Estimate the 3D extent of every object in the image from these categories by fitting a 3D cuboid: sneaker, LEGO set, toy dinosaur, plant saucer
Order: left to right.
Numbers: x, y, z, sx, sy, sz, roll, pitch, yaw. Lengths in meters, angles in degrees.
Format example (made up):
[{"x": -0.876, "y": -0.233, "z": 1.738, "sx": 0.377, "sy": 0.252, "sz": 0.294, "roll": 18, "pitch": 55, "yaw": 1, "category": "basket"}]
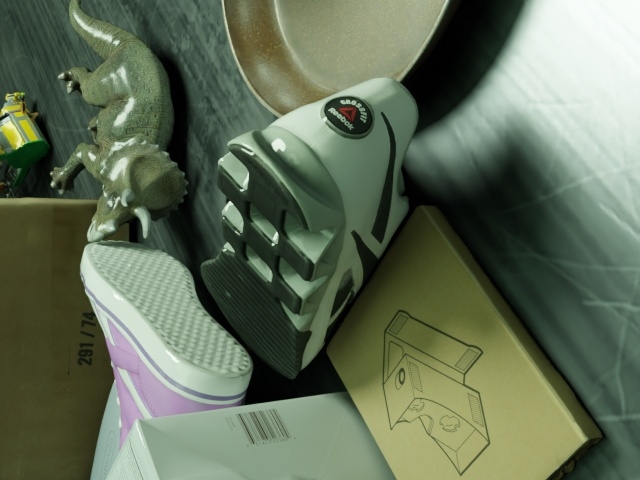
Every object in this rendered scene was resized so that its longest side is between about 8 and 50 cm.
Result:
[{"x": -0.552, "y": -0.119, "z": 1.297, "sx": 0.192, "sy": 0.255, "sz": 0.331, "roll": 56, "pitch": 142, "yaw": 14, "category": "LEGO set"}, {"x": -0.206, "y": -0.131, "z": 0.976, "sx": 0.160, "sy": 0.121, "sz": 0.314, "roll": -13, "pitch": 69, "yaw": 36, "category": "toy dinosaur"}, {"x": -0.166, "y": 0.114, "z": 0.835, "sx": 0.282, "sy": 0.102, "sz": 0.161, "roll": 46, "pitch": 125, "yaw": 52, "category": "sneaker"}, {"x": 0.000, "y": 0.000, "z": 0.694, "sx": 0.122, "sy": 0.146, "sz": 0.330, "roll": 48, "pitch": 155, "yaw": 10, "category": "sneaker"}, {"x": 0.022, "y": -0.240, "z": 0.699, "sx": 0.310, "sy": 0.050, "sz": 0.311, "roll": 1, "pitch": 92, "yaw": 54, "category": "plant saucer"}]

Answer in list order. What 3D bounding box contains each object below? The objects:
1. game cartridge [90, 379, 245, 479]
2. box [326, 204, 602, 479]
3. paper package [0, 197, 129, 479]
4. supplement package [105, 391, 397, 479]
[{"x": -0.170, "y": 0.253, "z": 0.933, "sx": 0.198, "sy": 0.062, "sz": 0.297, "roll": 23, "pitch": 102, "yaw": 55, "category": "game cartridge"}, {"x": 0.085, "y": 0.102, "z": 0.640, "sx": 0.201, "sy": 0.021, "sz": 0.164, "roll": 59, "pitch": 133, "yaw": 34, "category": "box"}, {"x": -0.375, "y": 0.116, "z": 1.013, "sx": 0.168, "sy": 0.309, "sz": 0.325, "roll": 0, "pitch": 91, "yaw": 49, "category": "paper package"}, {"x": -0.061, "y": 0.241, "z": 0.692, "sx": 0.149, "sy": 0.194, "sz": 0.203, "roll": 58, "pitch": 133, "yaw": 36, "category": "supplement package"}]
